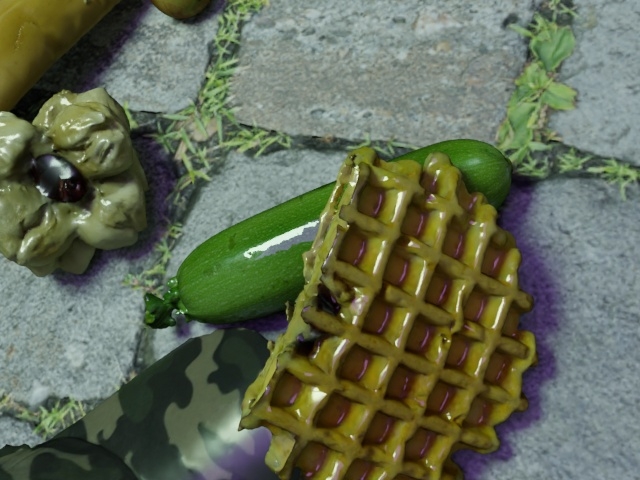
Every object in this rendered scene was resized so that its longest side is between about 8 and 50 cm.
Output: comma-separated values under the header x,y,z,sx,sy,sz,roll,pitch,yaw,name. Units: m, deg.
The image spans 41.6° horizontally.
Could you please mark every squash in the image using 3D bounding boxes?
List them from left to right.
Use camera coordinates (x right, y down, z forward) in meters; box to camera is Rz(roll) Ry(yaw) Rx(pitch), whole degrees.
x,y,z,sx,sy,sz,roll,pitch,yaw,name
0.000,0.000,0.792,0.379,0.101,0.101,-22,69,11,squash

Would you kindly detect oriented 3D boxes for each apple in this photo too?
x,y,z,sx,sy,sz,roll,pitch,yaw,name
-0.159,-0.291,0.942,0.084,0.071,0.083,-5,71,15,apple

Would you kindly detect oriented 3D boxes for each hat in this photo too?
x,y,z,sx,sy,sz,roll,pitch,yaw,name
-0.173,0.254,0.719,0.366,0.257,0.381,46,109,22,hat

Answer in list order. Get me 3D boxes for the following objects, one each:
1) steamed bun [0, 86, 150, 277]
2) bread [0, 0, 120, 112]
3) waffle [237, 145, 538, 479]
x,y,z,sx,sy,sz,roll,pitch,yaw,name
-0.268,-0.048,0.854,0.178,0.106,0.192,-14,107,0,steamed bun
-0.319,-0.254,0.928,0.142,0.091,0.305,17,61,39,bread
0.057,0.080,0.691,0.283,0.065,0.309,-23,99,-16,waffle
